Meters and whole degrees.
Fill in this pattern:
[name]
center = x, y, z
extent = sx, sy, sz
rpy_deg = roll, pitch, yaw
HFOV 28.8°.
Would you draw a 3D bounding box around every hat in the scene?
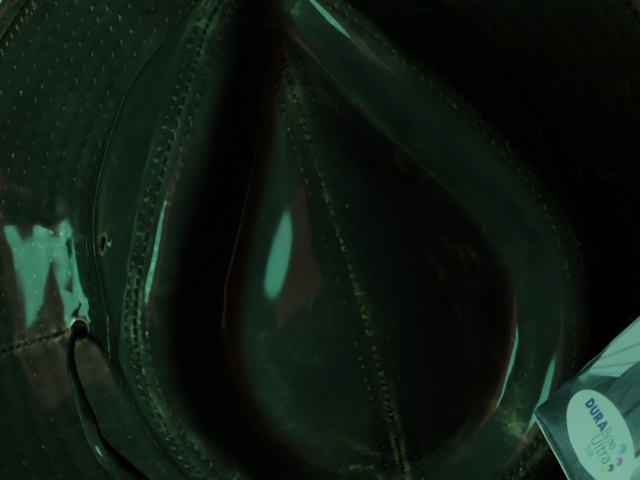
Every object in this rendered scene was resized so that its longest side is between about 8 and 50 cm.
[hat]
center = 0.000, 0.000, 0.401
extent = 0.331, 0.134, 0.331
rpy_deg = 0, 85, 4

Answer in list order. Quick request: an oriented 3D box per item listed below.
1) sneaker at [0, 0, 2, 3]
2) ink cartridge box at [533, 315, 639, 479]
[sneaker]
center = -0.088, 0.001, 0.598
extent = 0.148, 0.131, 0.350
rpy_deg = -60, 42, 49
[ink cartridge box]
center = 0.204, -0.010, 0.249
extent = 0.333, 0.065, 0.165
rpy_deg = -44, 29, 13
